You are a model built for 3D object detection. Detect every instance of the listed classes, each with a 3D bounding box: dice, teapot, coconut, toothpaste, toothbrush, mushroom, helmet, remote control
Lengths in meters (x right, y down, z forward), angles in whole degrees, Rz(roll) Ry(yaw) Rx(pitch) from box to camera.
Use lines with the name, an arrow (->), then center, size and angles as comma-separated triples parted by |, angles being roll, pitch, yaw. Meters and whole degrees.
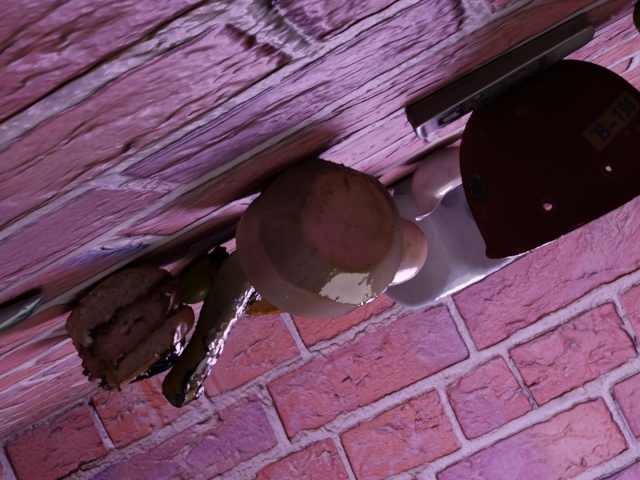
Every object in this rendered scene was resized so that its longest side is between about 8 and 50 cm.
dice -> 0.261, -0.017, 2.455 | 0.262, 0.268, 0.264 | -23, 173, -39
teapot -> 0.249, -0.135, 2.175 | 0.226, 0.092, 0.145 | -35, 180, -16
coconut -> -0.004, 0.000, 1.577 | 0.241, 0.241, 0.241 | -27, 175, -2
toothpaste -> -0.490, 0.143, 1.445 | 0.297, 0.048, 0.075 | -29, 176, -17
toothbrush -> -0.153, -0.016, 1.765 | 0.131, 0.011, 0.013 | -27, 154, 8
mushroom -> 0.090, -0.010, 2.147 | 0.246, 0.202, 0.246 | 17, 179, 0
helmet -> 0.356, -0.160, 1.697 | 0.385, 0.230, 0.337 | -40, -171, -29
remote control -> 0.254, -0.228, 1.559 | 0.285, 0.038, 0.123 | -28, 174, 5

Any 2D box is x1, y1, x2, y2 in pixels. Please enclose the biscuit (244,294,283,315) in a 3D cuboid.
biscuit -> -0.092, 0.097, 2.316 | 0.213, 0.091, 0.274 | -22, -162, -33

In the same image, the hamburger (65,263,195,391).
hamburger -> -0.296, 0.136, 1.747 | 0.282, 0.155, 0.245 | -35, 178, 16

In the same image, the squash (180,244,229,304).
squash -> -0.216, 0.072, 2.018 | 0.066, 0.066, 0.252 | -25, 174, -26

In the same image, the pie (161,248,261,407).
pie -> -0.147, 0.100, 1.826 | 0.371, 0.078, 0.296 | -61, 178, -37

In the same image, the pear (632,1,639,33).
pear -> 0.544, -0.334, 1.649 | 0.141, 0.104, 0.141 | -31, 174, -3

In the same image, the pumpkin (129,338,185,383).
pumpkin -> -0.354, 0.192, 2.122 | 0.202, 0.140, 0.202 | -16, 162, -5
